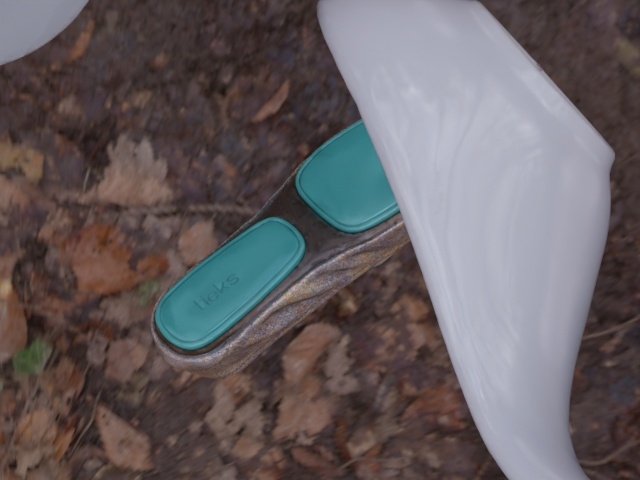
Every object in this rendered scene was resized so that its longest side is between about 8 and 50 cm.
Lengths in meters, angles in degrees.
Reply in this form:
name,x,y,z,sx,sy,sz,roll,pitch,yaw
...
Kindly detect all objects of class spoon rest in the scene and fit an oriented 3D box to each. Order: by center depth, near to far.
name,x,y,z,sx,sy,sz,roll,pitch,yaw
spoon rest,0.068,0.007,0.454,0.084,0.276,0.137,-43,130,11

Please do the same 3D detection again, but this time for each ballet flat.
name,x,y,z,sx,sy,sz,roll,pitch,yaw
ballet flat,0.000,0.000,1.173,0.316,0.106,0.107,-35,60,-6

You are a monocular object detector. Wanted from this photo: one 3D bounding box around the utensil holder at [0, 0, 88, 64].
name,x,y,z,sx,sy,sz,roll,pitch,yaw
utensil holder,-0.399,-0.407,1.507,0.327,0.328,0.385,-9,43,-15
